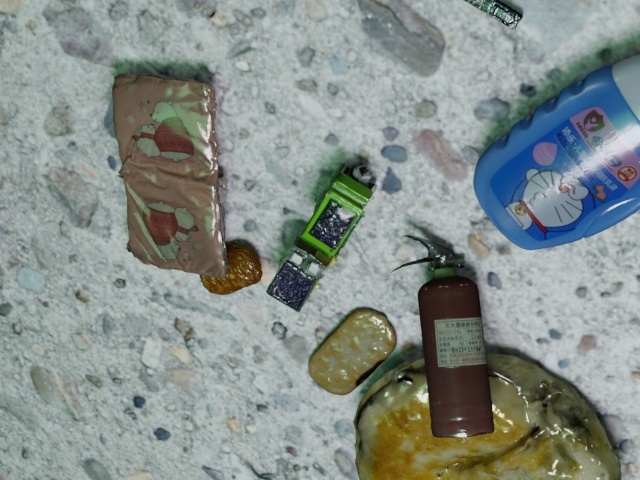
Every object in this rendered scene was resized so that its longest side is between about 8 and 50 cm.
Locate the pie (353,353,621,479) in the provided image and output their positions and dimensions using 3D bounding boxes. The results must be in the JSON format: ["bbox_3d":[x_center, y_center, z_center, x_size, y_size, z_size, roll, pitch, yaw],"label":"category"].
[{"bbox_3d":[0.197,0.274,1.459,0.339,0.077,0.339,9,120,15],"label":"pie"}]

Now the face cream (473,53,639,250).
[{"bbox_3d":[0.285,-0.093,1.207,0.149,0.083,0.264,45,124,-12],"label":"face cream"}]

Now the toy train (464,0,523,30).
[{"bbox_3d":[0.165,-0.240,1.206,0.083,0.017,0.017,31,123,1],"label":"toy train"}]

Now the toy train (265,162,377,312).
[{"bbox_3d":[0.000,0.000,1.370,0.060,0.081,0.202,31,125,0],"label":"toy train"}]

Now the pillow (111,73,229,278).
[{"bbox_3d":[-0.172,-0.075,1.406,0.135,0.049,0.248,6,115,17],"label":"pillow"}]

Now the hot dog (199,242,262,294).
[{"bbox_3d":[-0.106,0.036,1.459,0.083,0.035,0.058,-23,109,30],"label":"hot dog"}]

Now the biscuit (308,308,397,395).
[{"bbox_3d":[0.038,0.139,1.474,0.071,0.018,0.147,40,126,-1],"label":"biscuit"}]

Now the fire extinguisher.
[{"bbox_3d":[0.135,0.105,1.344,0.099,0.071,0.231,-6,86,-18],"label":"fire extinguisher"}]
